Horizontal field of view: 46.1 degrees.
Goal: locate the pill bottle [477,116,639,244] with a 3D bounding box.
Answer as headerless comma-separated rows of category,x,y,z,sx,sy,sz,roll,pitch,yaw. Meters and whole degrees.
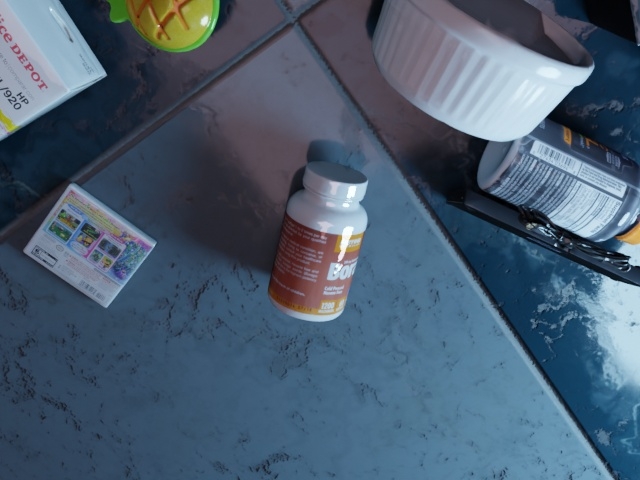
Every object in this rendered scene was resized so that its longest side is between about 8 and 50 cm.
pill bottle,0.357,-0.080,1.058,0.246,0.130,0.130,24,111,-8

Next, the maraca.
maraca,-0.213,-0.322,0.995,0.186,0.099,0.127,25,107,19

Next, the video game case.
video game case,-0.360,0.010,1.172,0.157,0.019,0.143,37,108,-12

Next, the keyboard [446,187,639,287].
keyboard,0.337,-0.002,1.058,0.317,0.201,0.033,23,92,-8

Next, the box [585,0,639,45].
box,0.478,-0.340,0.920,0.261,0.184,0.103,-17,110,9

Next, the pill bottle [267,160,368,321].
pill bottle,0.000,0.000,1.103,0.121,0.121,0.216,12,112,-4

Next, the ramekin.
ramekin,0.188,-0.235,0.935,0.273,0.273,0.127,24,121,-8

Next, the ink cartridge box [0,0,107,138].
ink cartridge box,-0.444,-0.226,0.997,0.233,0.168,0.171,-28,108,11
